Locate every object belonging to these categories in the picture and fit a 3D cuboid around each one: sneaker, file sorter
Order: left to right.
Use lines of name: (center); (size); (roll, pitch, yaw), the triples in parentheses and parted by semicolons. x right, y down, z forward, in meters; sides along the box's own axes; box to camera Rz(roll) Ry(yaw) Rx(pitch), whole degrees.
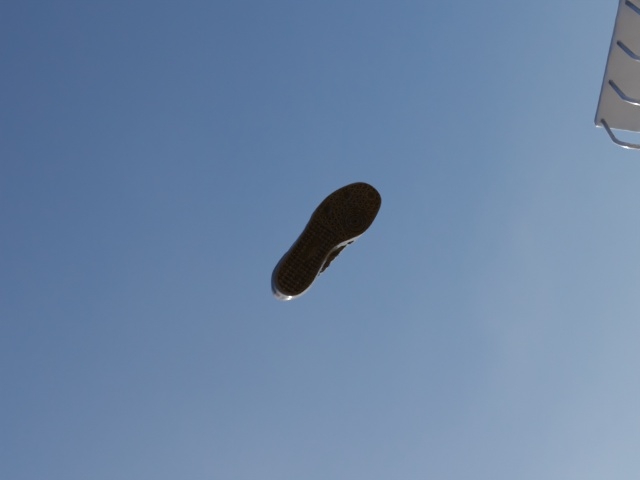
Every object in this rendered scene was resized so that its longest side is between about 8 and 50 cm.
sneaker: (0.000, 0.000, 1.434); (0.066, 0.071, 0.188); (45, -108, 0)
file sorter: (0.550, -0.280, 1.716); (0.173, 0.193, 0.277); (-75, -8, -71)
